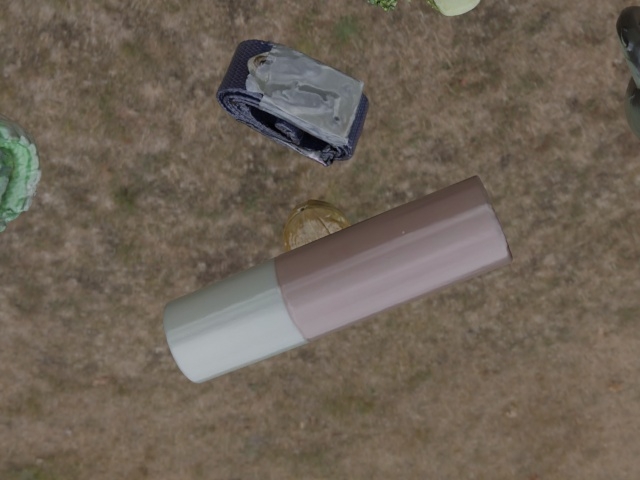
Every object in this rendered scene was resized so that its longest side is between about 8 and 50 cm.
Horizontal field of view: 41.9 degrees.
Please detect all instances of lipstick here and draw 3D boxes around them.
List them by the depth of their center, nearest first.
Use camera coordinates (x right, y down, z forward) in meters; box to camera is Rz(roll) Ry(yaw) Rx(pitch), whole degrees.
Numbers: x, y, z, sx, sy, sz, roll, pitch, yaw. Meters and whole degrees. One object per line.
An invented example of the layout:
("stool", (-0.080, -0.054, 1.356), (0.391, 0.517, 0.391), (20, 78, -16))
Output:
("lipstick", (0.011, 0.031, 0.624), (0.255, 0.070, 0.070), (-22, 130, 9))

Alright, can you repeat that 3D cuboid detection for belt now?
("belt", (-0.042, -0.203, 1.274), (0.231, 0.126, 0.140), (25, 161, -17))

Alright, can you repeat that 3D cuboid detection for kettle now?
("kettle", (0.650, -0.295, 1.533), (0.228, 0.324, 0.320), (-32, 86, 36))

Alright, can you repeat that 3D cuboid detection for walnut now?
("walnut", (0.000, 0.000, 1.216), (0.105, 0.105, 0.124), (-27, 116, 17))

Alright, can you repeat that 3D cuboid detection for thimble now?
("thimble", (-0.579, -0.118, 1.388), (0.150, 0.219, 0.219), (28, 135, 22))

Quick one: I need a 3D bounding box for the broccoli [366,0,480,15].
("broccoli", (0.187, -0.448, 1.372), (0.221, 0.361, 0.252), (-11, 142, -1))
